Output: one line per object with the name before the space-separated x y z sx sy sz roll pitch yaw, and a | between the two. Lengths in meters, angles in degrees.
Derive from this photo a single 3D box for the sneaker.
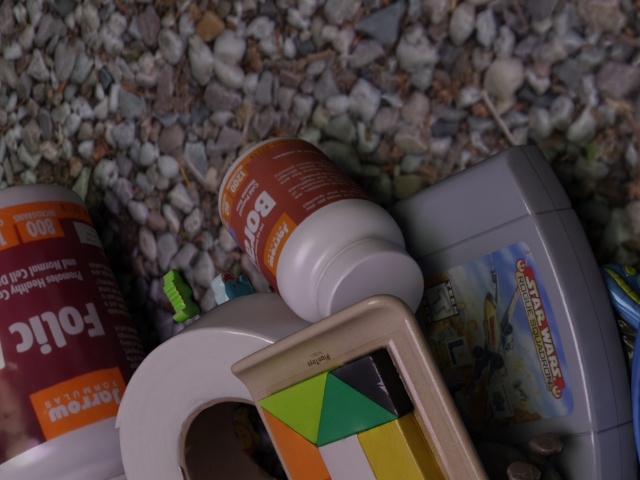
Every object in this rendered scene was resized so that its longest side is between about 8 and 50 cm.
sneaker | 0.273 0.104 0.936 0.188 0.067 0.078 52 138 23

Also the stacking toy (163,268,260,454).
stacking toy | -0.075 0.091 1.199 0.167 0.052 0.221 -38 70 32

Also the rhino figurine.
rhino figurine | 0.159 0.203 0.901 0.243 0.073 0.106 34 137 43

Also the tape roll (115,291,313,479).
tape roll | -0.047 0.195 1.101 0.286 0.100 0.286 10 113 24

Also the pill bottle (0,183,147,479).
pill bottle | -0.294 0.157 1.261 0.224 0.224 0.392 -35 72 33

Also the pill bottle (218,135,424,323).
pill bottle | 0.000 0.000 1.053 0.216 0.121 0.121 46 120 51

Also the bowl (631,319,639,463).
bowl | 0.394 0.122 0.766 0.391 0.077 0.391 10 110 27

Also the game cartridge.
game cartridge | 0.160 0.081 0.983 0.198 0.062 0.297 -29 73 59

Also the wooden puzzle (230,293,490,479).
wooden puzzle | 0.036 0.178 0.924 0.221 0.044 0.238 -30 87 48
